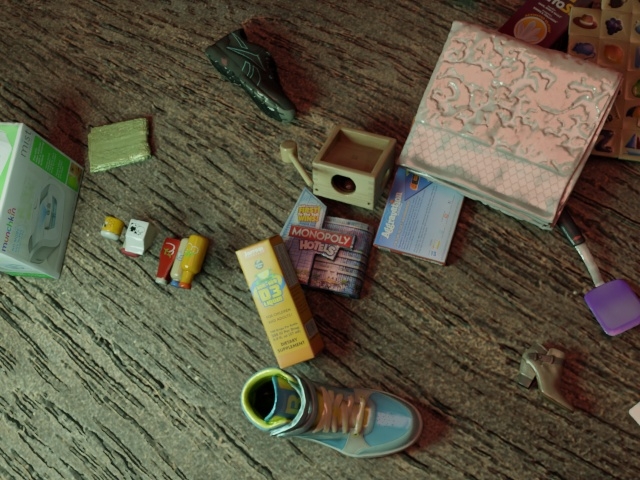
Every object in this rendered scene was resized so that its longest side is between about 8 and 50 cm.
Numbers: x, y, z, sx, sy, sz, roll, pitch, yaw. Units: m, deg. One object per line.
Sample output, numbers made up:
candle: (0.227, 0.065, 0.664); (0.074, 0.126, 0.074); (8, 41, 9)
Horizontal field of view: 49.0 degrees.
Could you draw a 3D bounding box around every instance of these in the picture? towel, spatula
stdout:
towel: (-0.445, -0.212, 1.551); (0.148, 0.027, 0.110); (-13, 70, 9)
spatula: (0.482, 0.029, 1.275); (0.084, 0.030, 0.297); (-25, 69, 2)
towel: (0.344, -0.223, 1.315); (0.331, 0.053, 0.317); (24, 90, 15)

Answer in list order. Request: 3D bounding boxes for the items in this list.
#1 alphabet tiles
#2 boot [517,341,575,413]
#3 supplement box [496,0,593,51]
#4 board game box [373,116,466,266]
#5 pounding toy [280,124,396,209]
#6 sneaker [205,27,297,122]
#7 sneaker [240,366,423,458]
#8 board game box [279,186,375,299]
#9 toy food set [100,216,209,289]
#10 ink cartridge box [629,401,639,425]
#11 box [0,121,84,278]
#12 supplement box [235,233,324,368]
alphabet tiles: (0.605, -0.316, 1.325); (0.285, 0.011, 0.343); (8, 83, 4)
boot: (0.404, 0.234, 1.221); (0.118, 0.042, 0.087); (30, 79, 19)
supplement box: (0.437, -0.418, 1.399); (0.104, 0.081, 0.188); (42, 85, 20)
board game box: (0.213, -0.100, 1.375); (0.145, 0.027, 0.281); (16, 77, 15)
pounding toy: (0.020, -0.133, 1.363); (0.206, 0.094, 0.181); (16, 49, 16)
sneaker: (-0.133, -0.358, 1.493); (0.106, 0.101, 0.267); (-43, 70, -6)
sneaker: (0.011, 0.296, 1.195); (0.318, 0.208, 0.127); (3, 72, 12)
board game box: (0.000, 0.000, 1.371); (0.194, 0.060, 0.194); (10, 76, 15)
toy food set: (-0.334, 0.031, 1.404); (0.232, 0.111, 0.105); (12, 75, 13)
ink cartridge box: (0.616, 0.265, 1.155); (0.180, 0.060, 0.104); (-38, 70, -2)
box: (-0.624, -0.077, 1.438); (0.126, 0.231, 0.262); (3, 73, 13)
supplement box: (-0.074, 0.111, 1.298); (0.078, 0.080, 0.234); (-22, 89, 17)
